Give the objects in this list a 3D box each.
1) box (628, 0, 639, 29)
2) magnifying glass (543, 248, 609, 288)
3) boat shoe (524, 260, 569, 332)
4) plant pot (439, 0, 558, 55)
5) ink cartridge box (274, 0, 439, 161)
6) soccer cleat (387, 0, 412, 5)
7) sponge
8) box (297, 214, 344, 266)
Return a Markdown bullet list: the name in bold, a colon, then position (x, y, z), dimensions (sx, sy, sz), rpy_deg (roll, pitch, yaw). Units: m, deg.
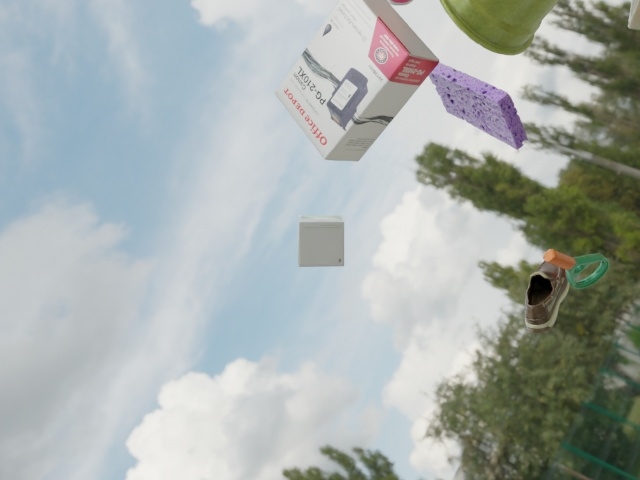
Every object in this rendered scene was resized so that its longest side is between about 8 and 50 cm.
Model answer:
- **box**: position (0.515, -0.297, 0.868), dimensions (0.148, 0.311, 0.121), rpy_deg (74, -150, -65)
- **magnifying glass**: position (0.531, 0.053, 1.671), dimensions (0.231, 0.026, 0.092), rpy_deg (16, -56, -47)
- **boat shoe**: position (0.568, 0.114, 2.011), dimensions (0.095, 0.095, 0.257), rpy_deg (66, -148, -29)
- **plant pot**: position (0.410, -0.561, 1.610), dimensions (0.276, 0.276, 0.254), rpy_deg (-45, 3, -40)
- **ink cartridge box**: position (0.055, -0.273, 1.348), dimensions (0.100, 0.172, 0.237), rpy_deg (-6, -36, -51)
- **soccer cleat**: position (0.157, -0.625, 1.713), dimensions (0.143, 0.116, 0.331), rpy_deg (116, 154, -69)
- **sponge**: position (0.281, -0.248, 1.446), dimensions (0.031, 0.210, 0.117), rpy_deg (-41, -49, -5)
- **box**: position (0.000, 0.000, 1.730), dimensions (0.087, 0.101, 0.102), rpy_deg (-100, 10, -76)
